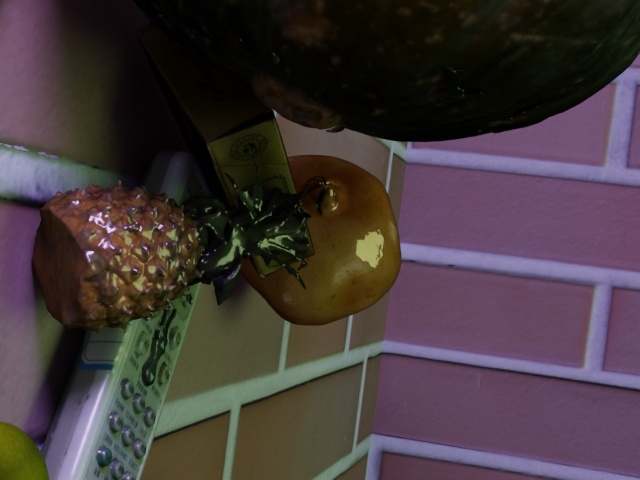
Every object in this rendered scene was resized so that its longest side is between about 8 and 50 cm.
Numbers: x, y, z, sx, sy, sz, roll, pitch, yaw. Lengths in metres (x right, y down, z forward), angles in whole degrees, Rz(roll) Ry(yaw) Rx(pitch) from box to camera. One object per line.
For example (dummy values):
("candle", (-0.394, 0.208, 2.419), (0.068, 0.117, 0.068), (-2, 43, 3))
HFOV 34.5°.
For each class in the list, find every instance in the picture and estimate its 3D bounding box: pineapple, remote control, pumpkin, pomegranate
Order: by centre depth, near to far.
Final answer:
("pumpkin", (0.038, -0.249, 0.752), (0.454, 0.454, 0.344), (-15, 125, -75))
("pineapple", (-0.103, -0.001, 0.824), (0.251, 0.125, 0.125), (-9, 108, -43))
("remote control", (-0.165, 0.084, 0.896), (0.128, 0.065, 0.335), (71, 30, -57))
("pomegranate", (0.000, 0.002, 1.246), (0.209, 0.209, 0.209), (7, 90, -76))

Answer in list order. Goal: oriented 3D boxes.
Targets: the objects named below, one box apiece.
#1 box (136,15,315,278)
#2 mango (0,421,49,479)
("box", (-0.083, -0.086, 0.973), (0.159, 0.071, 0.240), (59, -8, 29))
("mango", (-0.229, 0.182, 0.546), (0.293, 0.143, 0.175), (-39, 140, -82))
